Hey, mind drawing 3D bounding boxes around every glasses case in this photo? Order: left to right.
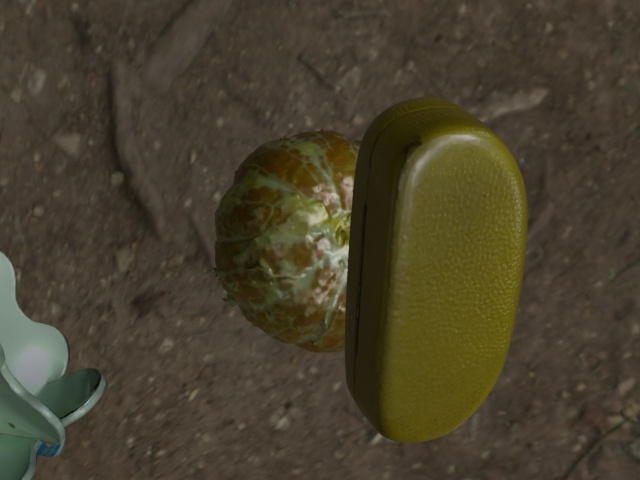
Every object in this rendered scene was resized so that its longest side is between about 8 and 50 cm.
[{"bbox_3d":[0.118,0.029,1.120,0.173,0.141,0.371,-7,118,-19],"label":"glasses case"}]

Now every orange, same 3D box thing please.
[{"bbox_3d":[0.000,0.000,1.546,0.329,0.249,0.329,0,89,-29],"label":"orange"}]

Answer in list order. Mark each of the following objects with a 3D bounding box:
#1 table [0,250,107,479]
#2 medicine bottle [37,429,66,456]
[{"bbox_3d":[-0.269,0.064,0.709,0.166,0.167,0.198,-43,121,-27],"label":"table"},{"bbox_3d":[-0.437,0.261,1.412,0.191,0.051,0.051,18,63,-45],"label":"medicine bottle"}]
